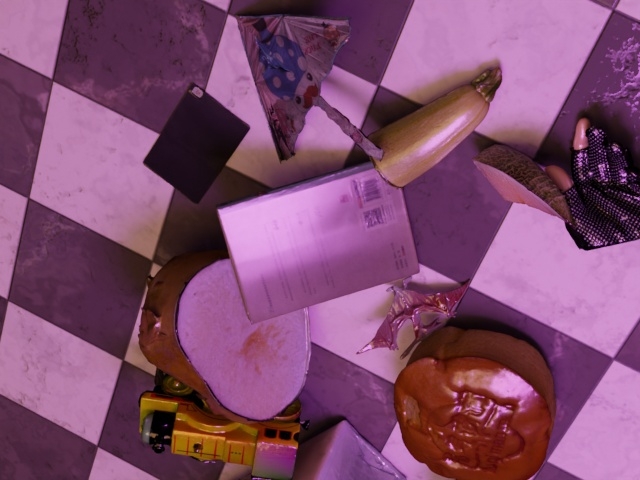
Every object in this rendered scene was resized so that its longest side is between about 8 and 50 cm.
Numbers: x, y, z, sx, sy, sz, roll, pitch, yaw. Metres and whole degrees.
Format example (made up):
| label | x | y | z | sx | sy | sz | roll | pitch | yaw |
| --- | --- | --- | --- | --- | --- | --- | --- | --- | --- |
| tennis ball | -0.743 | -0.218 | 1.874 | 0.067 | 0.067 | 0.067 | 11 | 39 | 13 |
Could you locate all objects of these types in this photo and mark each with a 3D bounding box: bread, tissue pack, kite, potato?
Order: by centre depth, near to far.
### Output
| label | x | y | z | sx | sy | sz | roll | pitch | yaw |
| --- | --- | --- | --- | --- | --- | --- | --- | --- | --- |
| kite | -0.020 | -0.219 | 1.666 | 0.314 | 0.011 | 0.335 | 46 | 145 | 14 |
| bread | 0.246 | 0.263 | 1.817 | 0.269 | 0.148 | 0.270 | 12 | 126 | 17 |
| potato | -0.165 | 0.146 | 1.890 | 0.196 | 0.246 | 0.300 | 8 | 138 | 54 |
| tissue pack | -0.076 | 0.547 | 2.014 | 0.205 | 0.332 | 0.405 | 46 | 125 | -12 |

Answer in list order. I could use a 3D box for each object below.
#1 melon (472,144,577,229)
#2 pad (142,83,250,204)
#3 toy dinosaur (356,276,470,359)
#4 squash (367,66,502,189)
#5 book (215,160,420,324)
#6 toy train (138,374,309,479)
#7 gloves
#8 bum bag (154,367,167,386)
| label | x | y | z | sx | sy | sz | roll | pitch | yaw |
| --- | --- | --- | --- | --- | --- | --- | --- | --- | --- |
| melon | 0.288 | -0.072 | 1.592 | 0.054 | 0.182 | 0.098 | -35 | 115 | -10 |
| pad | -0.201 | -0.151 | 1.839 | 0.116 | 0.004 | 0.193 | 37 | 127 | -2 |
| toy dinosaur | 0.143 | 0.116 | 1.818 | 0.220 | 0.032 | 0.108 | -33 | 85 | 17 |
| squash | 0.172 | -0.172 | 1.633 | 0.224 | 0.094 | 0.094 | -37 | 101 | 27 |
| book | 0.000 | 0.000 | 1.757 | 0.282 | 0.025 | 0.215 | -15 | 116 | -3 |
| toy train | -0.168 | 0.314 | 1.946 | 0.296 | 0.161 | 0.101 | 9 | 123 | -1 |
| gloves | 0.391 | -0.082 | 1.592 | 0.129 | 0.106 | 0.181 | -13 | 87 | 30 |
| bum bag | -0.179 | 0.253 | 2.041 | 0.248 | 0.069 | 0.102 | 0 | 104 | 21 |
